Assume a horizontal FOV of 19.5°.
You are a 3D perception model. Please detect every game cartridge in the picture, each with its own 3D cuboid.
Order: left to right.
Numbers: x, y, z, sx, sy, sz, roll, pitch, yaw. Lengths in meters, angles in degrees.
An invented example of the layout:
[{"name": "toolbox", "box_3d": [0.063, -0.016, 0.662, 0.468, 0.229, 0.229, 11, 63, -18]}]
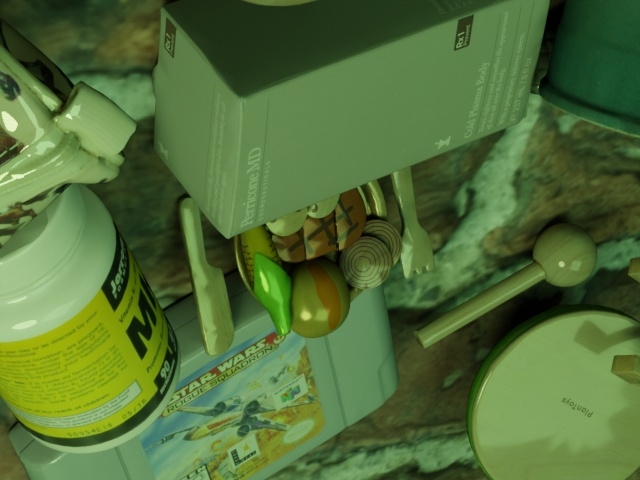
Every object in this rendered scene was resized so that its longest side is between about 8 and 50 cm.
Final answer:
[{"name": "game cartridge", "box_3d": [-0.077, 0.118, 1.377, 0.297, 0.062, 0.198, -31, 148, -14]}]

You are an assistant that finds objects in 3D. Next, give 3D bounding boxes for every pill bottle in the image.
[{"name": "pill bottle", "box_3d": [-0.168, 0.033, 1.139, 0.119, 0.119, 0.208, -35, 145, -9]}]

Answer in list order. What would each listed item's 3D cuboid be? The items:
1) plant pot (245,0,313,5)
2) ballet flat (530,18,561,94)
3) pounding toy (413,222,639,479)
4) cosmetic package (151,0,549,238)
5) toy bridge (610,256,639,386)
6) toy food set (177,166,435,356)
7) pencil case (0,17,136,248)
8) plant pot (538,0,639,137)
[{"name": "plant pot", "box_3d": [-0.050, -0.230, 0.874, 0.263, 0.229, 0.263, -26, 143, -22]}, {"name": "ballet flat", "box_3d": [0.208, -0.150, 1.356, 0.173, 0.049, 0.057, -29, 144, -17]}, {"name": "pounding toy", "box_3d": [0.186, 0.101, 1.586, 0.183, 0.110, 0.237, -32, 117, -2]}, {"name": "cosmetic package", "box_3d": [0.018, -0.109, 1.178, 0.238, 0.107, 0.127, -26, 145, -26]}, {"name": "toy bridge", "box_3d": [0.280, 0.032, 1.536, 0.063, 0.026, 0.188, 30, 63, -38]}, {"name": "toy food set", "box_3d": [0.000, 0.000, 1.287, 0.192, 0.038, 0.132, -21, 110, -27]}, {"name": "pencil case", "box_3d": [-0.292, 0.024, 0.960, 0.410, 0.183, 0.160, -40, 146, -3]}, {"name": "plant pot", "box_3d": [0.298, -0.198, 1.206, 0.272, 0.272, 0.255, -4, 109, -41]}]
